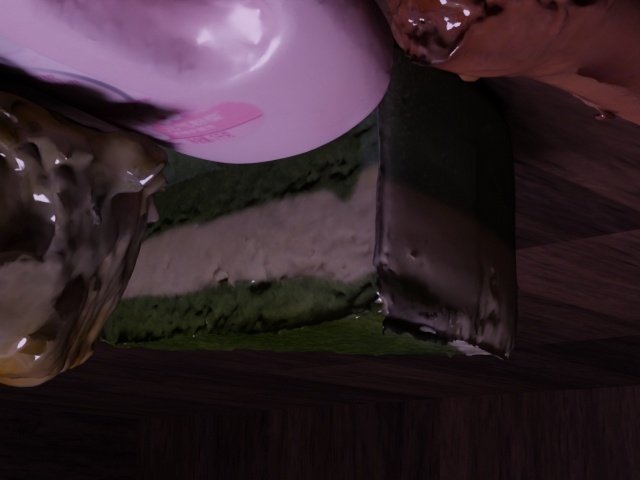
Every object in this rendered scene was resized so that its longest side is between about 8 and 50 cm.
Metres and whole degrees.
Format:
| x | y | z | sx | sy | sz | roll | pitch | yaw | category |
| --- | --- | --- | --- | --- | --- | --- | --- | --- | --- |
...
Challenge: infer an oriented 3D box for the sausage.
| x | y | z | sx | sy | sz | roll | pitch | yaw | category |
| --- | --- | --- | --- | --- | --- | --- | --- | --- | --- |
| 0.148 | -0.087 | 0.514 | 0.304 | 0.078 | 0.078 | 9 | 164 | -40 | sausage |

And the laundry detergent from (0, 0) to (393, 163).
| x | y | z | sx | sy | sz | roll | pitch | yaw | category |
| --- | --- | --- | --- | --- | --- | --- | --- | --- | --- |
| -0.107 | -0.113 | 0.401 | 0.159 | 0.088 | 0.335 | -8 | 163 | 30 | laundry detergent |

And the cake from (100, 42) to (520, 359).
| x | y | z | sx | sy | sz | roll | pitch | yaw | category |
| --- | --- | --- | --- | --- | --- | --- | --- | --- | --- |
| -0.005 | 0.000 | 0.708 | 0.172 | 0.158 | 0.283 | 12 | 164 | -41 | cake |

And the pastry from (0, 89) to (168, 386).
| x | y | z | sx | sy | sz | roll | pitch | yaw | category |
| --- | --- | --- | --- | --- | --- | --- | --- | --- | --- |
| -0.224 | -0.028 | 0.518 | 0.329 | 0.136 | 0.329 | 20 | 178 | 1 | pastry |
